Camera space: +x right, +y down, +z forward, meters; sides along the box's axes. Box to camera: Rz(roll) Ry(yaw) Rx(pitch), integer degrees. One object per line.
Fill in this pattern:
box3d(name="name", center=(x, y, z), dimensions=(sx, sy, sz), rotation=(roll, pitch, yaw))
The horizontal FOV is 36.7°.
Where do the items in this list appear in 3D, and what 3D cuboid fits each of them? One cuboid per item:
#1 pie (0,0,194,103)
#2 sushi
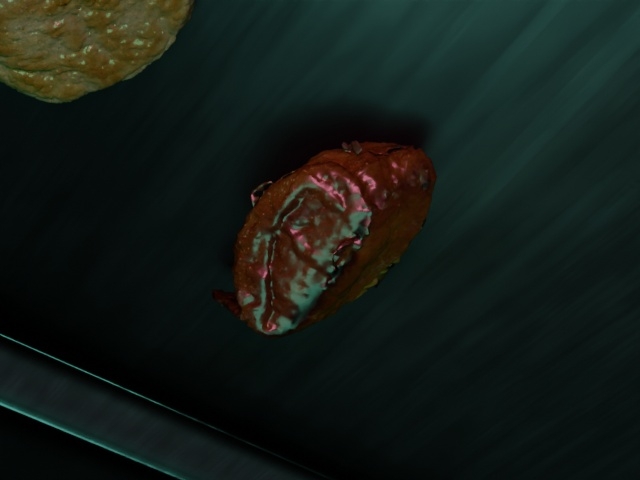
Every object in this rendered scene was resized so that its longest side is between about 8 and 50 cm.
box3d(name="pie", center=(-0.246, -0.251, 0.904), dimensions=(0.257, 0.106, 0.274), rotation=(32, 125, -32))
box3d(name="sushi", center=(0.003, -0.001, 1.069), dimensions=(0.166, 0.179, 0.296), rotation=(35, 110, 5))
